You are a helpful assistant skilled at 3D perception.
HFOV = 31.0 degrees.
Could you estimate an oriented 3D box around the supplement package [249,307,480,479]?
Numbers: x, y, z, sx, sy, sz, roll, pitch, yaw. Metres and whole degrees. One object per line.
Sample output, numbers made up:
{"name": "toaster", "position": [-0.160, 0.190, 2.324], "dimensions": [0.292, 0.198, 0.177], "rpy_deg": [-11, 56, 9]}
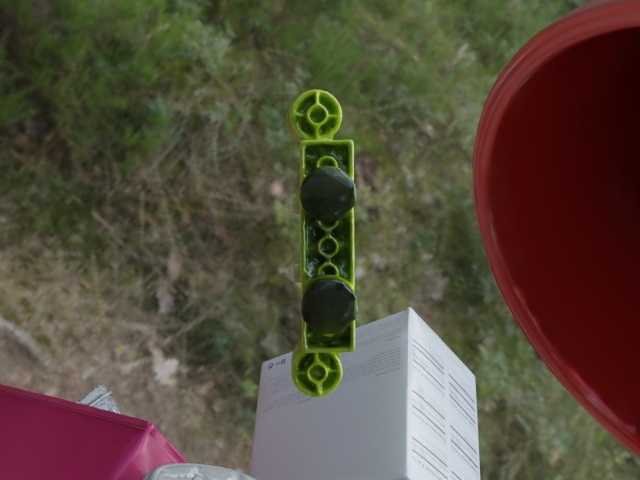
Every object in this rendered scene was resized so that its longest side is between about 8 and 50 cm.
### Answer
{"name": "supplement package", "position": [0.048, 0.215, 1.193], "dimensions": [0.149, 0.194, 0.203], "rpy_deg": [46, 34, -35]}

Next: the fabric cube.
{"name": "fabric cube", "position": [-0.243, 0.317, 1.050], "dimensions": [0.258, 0.254, 0.259], "rpy_deg": [-60, 136, -30]}

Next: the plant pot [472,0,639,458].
{"name": "plant pot", "position": [0.245, -0.038, 0.522], "dimensions": [0.275, 0.275, 0.243], "rpy_deg": [47, 60, 5]}

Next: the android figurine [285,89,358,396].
{"name": "android figurine", "position": [0.000, 0.000, 0.969], "dimensions": [0.056, 0.248, 0.273], "rpy_deg": [-1, 5, -2]}

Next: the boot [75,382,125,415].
{"name": "boot", "position": [-0.264, 0.303, 1.464], "dimensions": [0.208, 0.076, 0.190], "rpy_deg": [49, 56, 3]}

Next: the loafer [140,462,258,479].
{"name": "loafer", "position": [-0.044, 0.284, 0.962], "dimensions": [0.319, 0.111, 0.112], "rpy_deg": [39, 32, -32]}
